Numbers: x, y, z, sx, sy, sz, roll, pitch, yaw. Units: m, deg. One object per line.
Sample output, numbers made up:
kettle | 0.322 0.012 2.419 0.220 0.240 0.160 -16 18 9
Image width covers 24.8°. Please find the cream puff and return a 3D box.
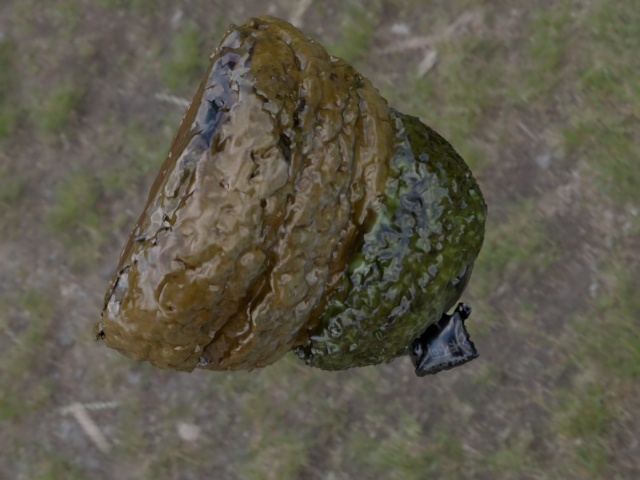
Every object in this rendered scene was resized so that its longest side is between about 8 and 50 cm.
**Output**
cream puff | 0.000 0.000 0.698 0.183 0.169 0.183 -62 10 19
